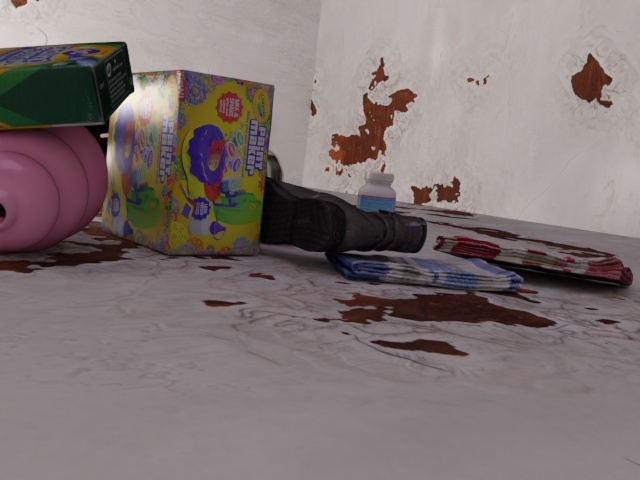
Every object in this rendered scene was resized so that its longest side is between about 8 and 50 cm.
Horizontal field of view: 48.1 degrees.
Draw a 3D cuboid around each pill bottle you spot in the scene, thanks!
[{"bbox_3d":[0.124,-0.074,1.620,0.087,0.160,0.087,6,7,-1],"label":"pill bottle"}]

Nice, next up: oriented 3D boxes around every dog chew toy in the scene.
[{"bbox_3d":[-0.417,-0.077,1.009,0.207,0.206,0.332,5,14,-10],"label":"dog chew toy"}]

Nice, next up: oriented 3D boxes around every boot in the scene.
[{"bbox_3d":[0.012,-0.033,1.278,0.223,0.118,0.338,5,14,-35],"label":"boot"}]

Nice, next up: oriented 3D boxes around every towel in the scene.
[{"bbox_3d":[0.163,0.044,1.185,0.285,0.034,0.209,5,6,-9],"label":"towel"},{"bbox_3d":[0.400,0.036,1.338,0.329,0.037,0.237,9,-2,27],"label":"towel"}]

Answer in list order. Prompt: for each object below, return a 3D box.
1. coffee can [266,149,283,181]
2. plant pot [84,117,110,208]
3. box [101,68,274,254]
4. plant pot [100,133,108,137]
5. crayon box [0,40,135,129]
[{"bbox_3d":[-0.250,-0.198,2.178,0.202,0.201,0.275,8,7,15],"label":"coffee can"},{"bbox_3d":[-0.552,-0.203,1.779,0.273,0.272,0.265,6,-1,-7],"label":"plant pot"},{"bbox_3d":[-0.238,-0.137,1.254,0.177,0.289,0.279,1,7,-39],"label":"box"},{"bbox_3d":[-0.520,-0.225,2.123,0.274,0.256,0.256,22,11,15],"label":"plant pot"},{"bbox_3d":[-0.444,-0.214,0.995,0.323,0.083,0.203,-4,24,-1],"label":"crayon box"}]
